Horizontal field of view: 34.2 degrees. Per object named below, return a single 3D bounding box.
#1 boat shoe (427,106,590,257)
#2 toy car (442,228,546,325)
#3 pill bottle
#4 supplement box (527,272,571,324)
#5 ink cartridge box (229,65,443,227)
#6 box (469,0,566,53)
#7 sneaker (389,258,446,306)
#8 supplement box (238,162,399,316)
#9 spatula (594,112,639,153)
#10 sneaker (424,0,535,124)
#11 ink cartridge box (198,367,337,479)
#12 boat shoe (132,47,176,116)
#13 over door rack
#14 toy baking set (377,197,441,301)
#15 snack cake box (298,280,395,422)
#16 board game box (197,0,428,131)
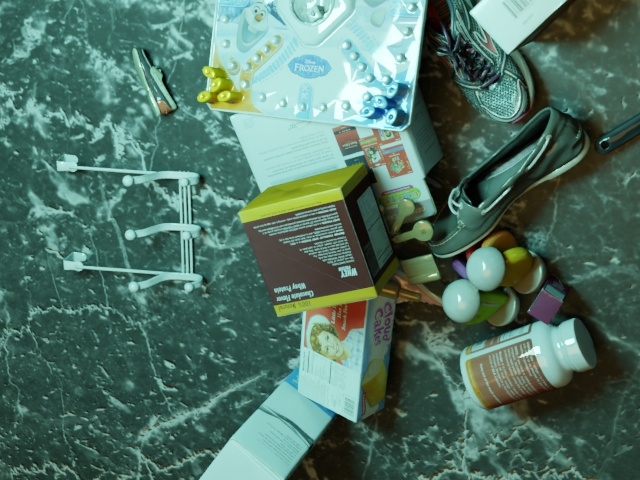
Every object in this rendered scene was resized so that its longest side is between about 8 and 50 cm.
[{"bbox_3d":[0.290,-0.102,1.738,0.335,0.112,0.095,-39,127,23],"label":"boat shoe"},{"bbox_3d":[0.285,0.060,1.806,0.182,0.159,0.136,-57,47,28],"label":"toy car"},{"bbox_3d":[0.364,0.212,1.822,0.216,0.121,0.121,-23,98,28],"label":"pill bottle"},{"bbox_3d":[0.395,0.100,1.791,0.043,0.083,0.055,33,118,10],"label":"supplement box"},{"bbox_3d":[0.040,-0.152,1.827,0.309,0.130,0.272,-13,107,27],"label":"ink cartridge box"},{"bbox_3d":[0.325,-0.372,1.607,0.091,0.170,0.130,48,119,3],"label":"box"},{"bbox_3d":[0.175,0.094,1.905,0.134,0.051,0.070,31,123,10],"label":"sneaker"},{"bbox_3d":[0.000,0.000,1.732,0.191,0.129,0.194,-13,107,26],"label":"supplement box"},{"bbox_3d":[0.563,-0.218,1.638,0.296,0.030,0.084,-33,95,29],"label":"spatula"},{"bbox_3d":[0.234,-0.311,1.702,0.121,0.112,0.299,-38,91,29],"label":"sneaker"},{"bbox_3d":[-0.109,0.413,1.988,0.129,0.307,0.223,39,118,6],"label":"ink cartridge box"},{"bbox_3d":[-0.318,-0.305,1.981,0.043,0.049,0.137,-24,97,-15],"label":"boat shoe"},{"bbox_3d":[-0.393,-0.029,2.072,0.324,0.108,0.239,8,110,21],"label":"over door rack"},{"bbox_3d":[0.089,0.004,1.792,0.256,0.030,0.197,11,116,17],"label":"toy baking set"},{"bbox_3d":[0.047,0.186,1.943,0.152,0.089,0.264,23,118,37],"label":"snack cake box"},{"bbox_3d":[-0.015,-0.392,1.697,0.390,0.050,0.390,10,97,27],"label":"board game box"}]
